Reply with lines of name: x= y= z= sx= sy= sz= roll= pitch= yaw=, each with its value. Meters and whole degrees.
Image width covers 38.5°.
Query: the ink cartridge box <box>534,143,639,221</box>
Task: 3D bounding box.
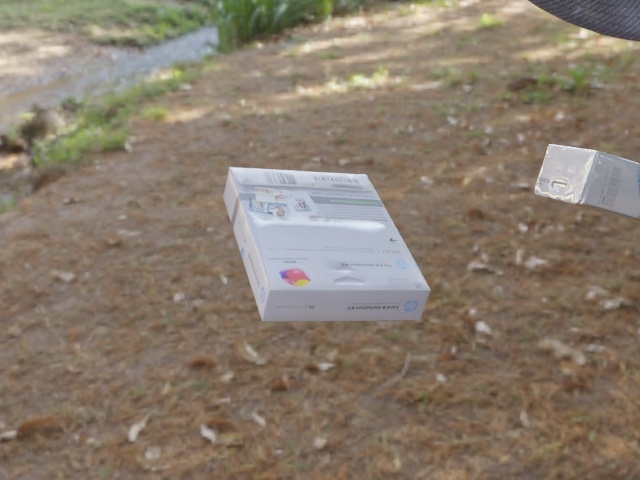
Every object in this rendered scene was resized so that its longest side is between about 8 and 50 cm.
ink cartridge box: x=0.392 y=-0.068 z=1.205 sx=0.175 sy=0.072 sz=0.127 roll=14 pitch=6 yaw=-18

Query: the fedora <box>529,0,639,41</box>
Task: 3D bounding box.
fedora: x=0.226 y=-0.280 z=0.589 sx=0.243 sy=0.275 sz=0.124 roll=18 pitch=32 yaw=10

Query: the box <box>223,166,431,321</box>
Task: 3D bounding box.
box: x=0.000 y=0.000 z=0.828 sx=0.145 sy=0.038 sz=0.186 roll=1 pitch=34 yaw=-20
